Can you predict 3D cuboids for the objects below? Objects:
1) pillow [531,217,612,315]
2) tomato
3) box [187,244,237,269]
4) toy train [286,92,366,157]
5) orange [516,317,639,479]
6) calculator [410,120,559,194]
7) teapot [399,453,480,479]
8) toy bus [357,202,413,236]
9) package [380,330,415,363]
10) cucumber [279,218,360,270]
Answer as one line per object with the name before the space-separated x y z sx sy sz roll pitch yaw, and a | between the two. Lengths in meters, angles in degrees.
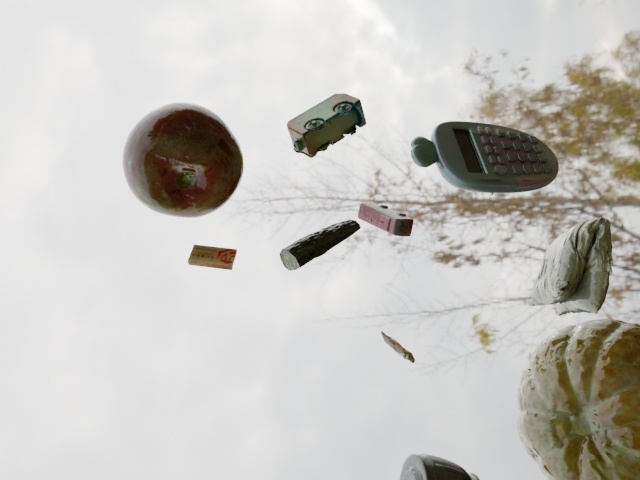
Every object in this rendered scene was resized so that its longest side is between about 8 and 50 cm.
pillow | 0.375 0.044 1.067 0.181 0.077 0.134 84 -156 -80
tomato | -0.314 -0.191 1.644 0.270 0.270 0.223 45 -165 -38
box | -0.222 0.034 1.486 0.058 0.093 0.015 -84 0 -55
toy train | 0.008 -0.257 1.596 0.188 0.099 0.072 -33 -48 -18
orange | 0.496 0.296 1.238 0.249 0.329 0.329 0 -93 -53
calculator | 0.312 -0.160 1.376 0.298 0.041 0.186 0 -133 -12
teapot | 0.144 0.301 0.871 0.090 0.124 0.092 9 -81 -13
toy bus | 0.193 -0.064 2.159 0.077 0.192 0.065 -3 -71 -35
package | 0.251 0.347 2.331 0.031 0.108 0.121 -50 -35 -4
cucumber | -0.002 -0.002 1.782 0.211 0.078 0.062 -33 -80 -30
